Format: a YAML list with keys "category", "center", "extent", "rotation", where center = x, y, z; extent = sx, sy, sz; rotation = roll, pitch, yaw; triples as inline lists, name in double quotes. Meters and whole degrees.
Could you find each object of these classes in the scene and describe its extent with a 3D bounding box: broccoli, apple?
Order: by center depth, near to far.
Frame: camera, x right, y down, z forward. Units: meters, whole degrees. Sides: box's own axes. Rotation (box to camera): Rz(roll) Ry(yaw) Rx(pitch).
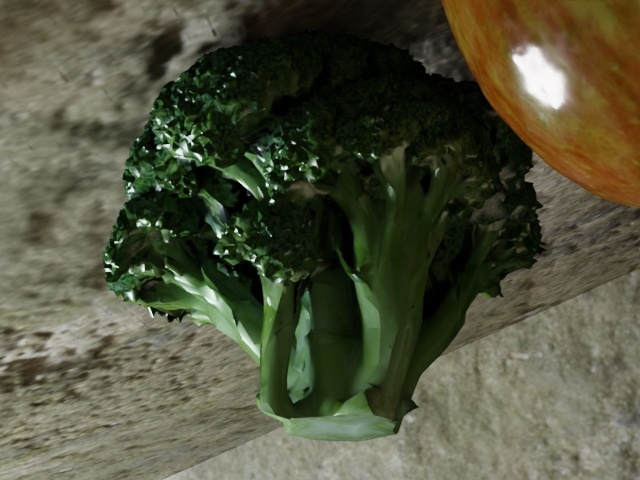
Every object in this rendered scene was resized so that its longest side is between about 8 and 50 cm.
- category: "apple"
  center: [0.200, -0.164, 0.706]
  extent: [0.277, 0.250, 0.309]
  rotation: [-48, 177, 23]
- category: "broccoli"
  center: [0.000, 0.000, 0.890]
  extent: [0.307, 0.275, 0.308]
  rotation: [2, 153, 1]
